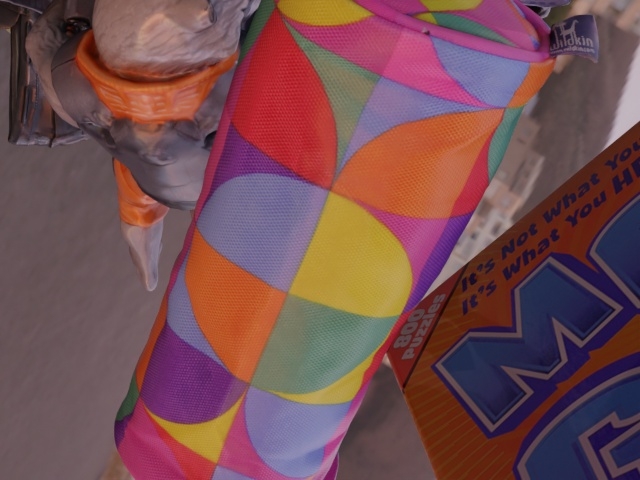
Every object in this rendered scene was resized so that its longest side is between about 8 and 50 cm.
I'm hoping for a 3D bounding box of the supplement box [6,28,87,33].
[{"bbox_3d":[-0.259,-0.225,1.035,0.083,0.083,0.056,-33,-165,44],"label":"supplement box"}]

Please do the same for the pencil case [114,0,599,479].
[{"bbox_3d":[0.000,0.000,0.388,0.236,0.104,0.104,-64,177,30],"label":"pencil case"}]

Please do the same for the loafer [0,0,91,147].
[{"bbox_3d":[-0.221,-0.178,0.808,0.076,0.078,0.223,-142,-137,-62],"label":"loafer"}]

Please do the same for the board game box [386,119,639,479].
[{"bbox_3d":[0.306,0.136,0.599,0.356,0.356,0.356,-41,-157,9],"label":"board game box"}]

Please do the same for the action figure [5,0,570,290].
[{"bbox_3d":[-0.026,-0.067,0.632,0.330,0.341,0.179,66,25,-63],"label":"action figure"}]
